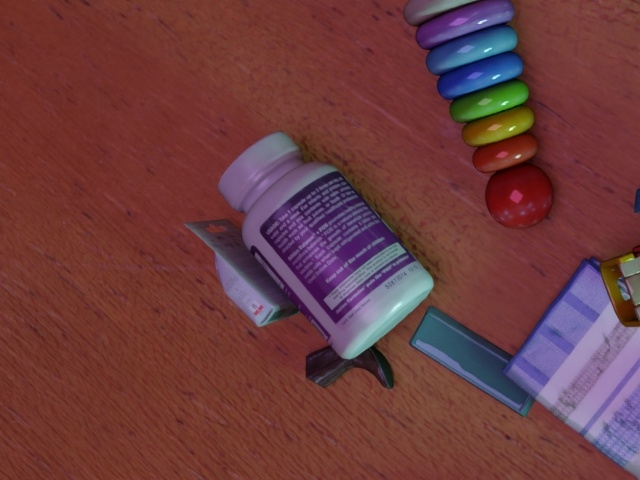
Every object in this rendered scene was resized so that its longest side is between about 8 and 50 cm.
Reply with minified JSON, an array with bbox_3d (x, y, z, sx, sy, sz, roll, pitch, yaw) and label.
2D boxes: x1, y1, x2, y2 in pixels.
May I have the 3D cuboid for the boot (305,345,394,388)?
[{"bbox_3d":[0.039,0.190,1.638,0.114,0.037,0.106,-34,70,18],"label":"boot"}]

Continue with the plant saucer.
[{"bbox_3d":[0.215,0.168,1.577,0.192,0.018,0.067,32,106,15],"label":"plant saucer"}]

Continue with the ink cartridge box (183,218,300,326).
[{"bbox_3d":[-0.111,0.043,1.624,0.179,0.145,0.045,40,106,14],"label":"ink cartridge box"}]

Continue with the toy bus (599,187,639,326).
[{"bbox_3d":[0.452,0.035,1.422,0.202,0.104,0.191,26,84,-2],"label":"toy bus"}]

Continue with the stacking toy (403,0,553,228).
[{"bbox_3d":[0.221,-0.173,1.484,0.141,0.141,0.330,-17,93,22],"label":"stacking toy"}]

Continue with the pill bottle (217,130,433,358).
[{"bbox_3d":[0.000,0.000,1.564,0.169,0.169,0.301,-44,79,20],"label":"pill bottle"}]

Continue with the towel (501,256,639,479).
[{"bbox_3d":[0.408,0.179,1.489,0.285,0.034,0.209,37,104,15],"label":"towel"}]
